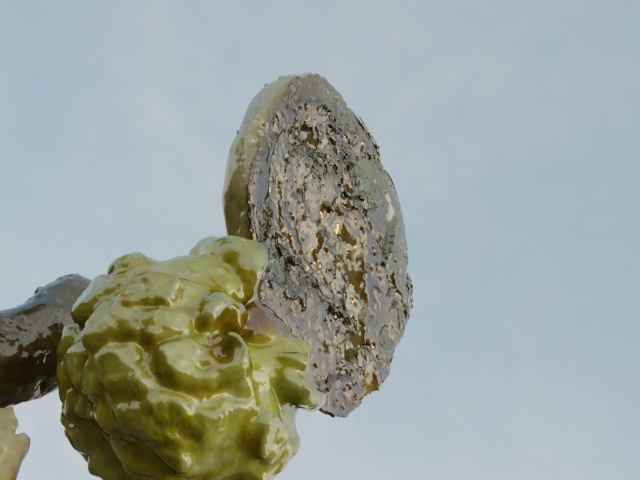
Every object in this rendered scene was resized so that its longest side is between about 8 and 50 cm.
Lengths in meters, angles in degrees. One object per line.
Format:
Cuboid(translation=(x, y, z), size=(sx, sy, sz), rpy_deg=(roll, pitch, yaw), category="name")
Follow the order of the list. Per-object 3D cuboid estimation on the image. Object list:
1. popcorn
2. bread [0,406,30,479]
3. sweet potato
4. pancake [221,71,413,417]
Cuboid(translation=(-0.100, 0.113, 1.527), size=(0.235, 0.217, 0.181), rpy_deg=(40, -31, 10), category="popcorn")
Cuboid(translation=(-0.393, 0.232, 1.897), size=(0.183, 0.211, 0.224), rpy_deg=(40, -7, -22), category="bread")
Cuboid(translation=(-0.278, 0.090, 1.615), size=(0.124, 0.310, 0.098), rpy_deg=(47, -49, 43), category="sweet potato")
Cuboid(translation=(0.002, 0.000, 1.880), size=(0.065, 0.356, 0.356), rpy_deg=(-6, -47, 31), category="pancake")
